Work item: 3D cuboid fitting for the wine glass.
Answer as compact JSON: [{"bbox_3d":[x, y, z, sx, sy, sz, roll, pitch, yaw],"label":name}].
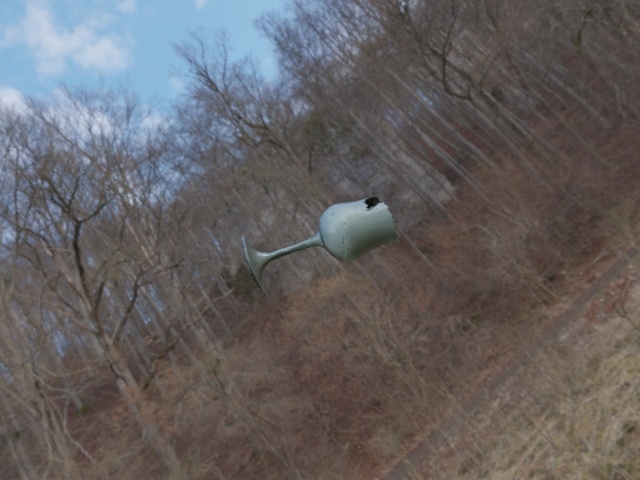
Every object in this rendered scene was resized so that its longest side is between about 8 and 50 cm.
[{"bbox_3d":[0.000,0.000,0.631,0.195,0.079,0.079,-19,-26,-3],"label":"wine glass"}]
